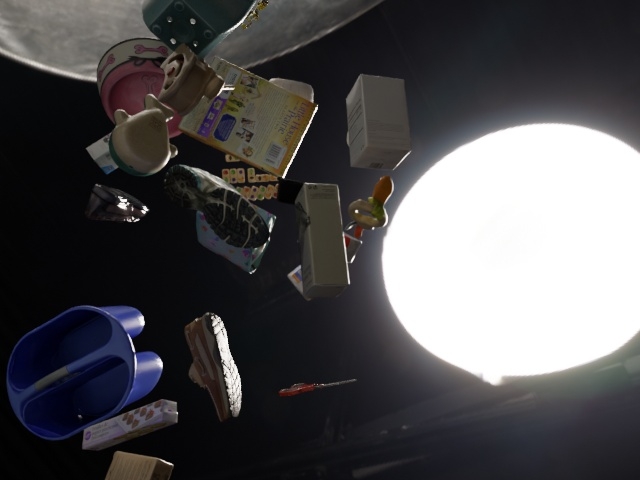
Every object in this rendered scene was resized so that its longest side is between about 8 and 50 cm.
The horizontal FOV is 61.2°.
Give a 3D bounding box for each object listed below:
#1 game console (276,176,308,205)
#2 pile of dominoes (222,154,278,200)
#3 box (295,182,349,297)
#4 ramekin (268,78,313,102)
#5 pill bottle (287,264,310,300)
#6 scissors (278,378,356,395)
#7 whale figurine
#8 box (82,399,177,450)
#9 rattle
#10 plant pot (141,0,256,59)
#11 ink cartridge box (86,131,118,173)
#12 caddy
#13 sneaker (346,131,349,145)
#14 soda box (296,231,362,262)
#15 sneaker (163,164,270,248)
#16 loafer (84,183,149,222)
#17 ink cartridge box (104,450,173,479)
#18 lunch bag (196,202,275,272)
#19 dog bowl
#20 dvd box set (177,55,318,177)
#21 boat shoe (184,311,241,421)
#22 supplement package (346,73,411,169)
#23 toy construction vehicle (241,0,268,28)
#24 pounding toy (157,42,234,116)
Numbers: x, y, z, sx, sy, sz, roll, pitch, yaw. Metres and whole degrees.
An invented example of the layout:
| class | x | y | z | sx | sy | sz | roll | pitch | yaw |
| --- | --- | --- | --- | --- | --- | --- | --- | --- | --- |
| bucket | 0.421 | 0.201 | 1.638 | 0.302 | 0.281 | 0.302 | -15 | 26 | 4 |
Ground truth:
| class | x | y | z | sx | sy | sz | roll | pitch | yaw |
| --- | --- | --- | --- | --- | --- | --- | --- | --- | --- |
| game console | -0.076 | -0.148 | 1.667 | 0.122 | 0.071 | 0.107 | 12 | -172 | -13 |
| pile of dominoes | -0.272 | -0.258 | 2.206 | 0.251 | 0.196 | 0.040 | -5 | -172 | -10 |
| box | 0.000 | 0.000 | 1.369 | 0.094 | 0.275 | 0.113 | 1 | 156 | -16 |
| ramekin | -0.124 | -0.568 | 2.135 | 0.207 | 0.109 | 0.207 | 9 | -170 | -1 |
| pill bottle | 0.000 | 0.128 | 2.398 | 0.272 | 0.152 | 0.152 | -39 | -165 | -6 |
| scissors | -0.017 | 0.516 | 1.890 | 0.297 | 0.021 | 0.109 | -16 | 174 | 38 |
| whale figurine | -0.543 | -0.317 | 1.655 | 0.141 | 0.216 | 0.272 | -24 | -135 | 40 |
| box | -0.566 | 0.549 | 1.601 | 0.324 | 0.067 | 0.063 | -24 | -124 | 20 |
| rattle | 0.149 | -0.104 | 1.706 | 0.130 | 0.143 | 0.200 | 5 | 161 | -2 |
| plant pot | -0.368 | -0.667 | 1.575 | 0.247 | 0.248 | 0.252 | -29 | -142 | 32 |
| ink cartridge box | -0.685 | -0.317 | 1.840 | 0.181 | 0.061 | 0.104 | -35 | 163 | -11 |
| caddy | -0.519 | 0.280 | 1.169 | 0.341 | 0.241 | 0.179 | -29 | 170 | 16 |
| sneaker | 0.223 | -0.517 | 2.301 | 0.321 | 0.126 | 0.127 | -60 | 167 | 0 |
| soda box | 0.038 | 0.006 | 1.900 | 0.091 | 0.098 | 0.286 | -63 | 153 | 5 |
| sneaker | -0.210 | -0.087 | 1.210 | 0.122 | 0.283 | 0.110 | -16 | 139 | -62 |
| loafer | -0.608 | -0.097 | 1.603 | 0.095 | 0.109 | 0.302 | -56 | 176 | -2 |
| ink cartridge box | -0.587 | 0.791 | 1.670 | 0.193 | 0.088 | 0.235 | -5 | -125 | 30 |
| lunch bag | -0.286 | -0.018 | 1.784 | 0.160 | 0.223 | 0.262 | -60 | 174 | -35 |
| dog bowl | -0.655 | -0.563 | 2.094 | 0.408 | 0.408 | 0.150 | -27 | -129 | 18 |
| dvd box set | -0.261 | -0.448 | 1.979 | 0.062 | 0.420 | 0.307 | 124 | -10 | -83 |
| boat shoe | -0.329 | 0.384 | 1.627 | 0.120 | 0.324 | 0.122 | -21 | 159 | 7 |
| supplement package | 0.209 | -0.431 | 1.990 | 0.177 | 0.293 | 0.175 | 2 | 162 | -16 |
| toy construction vehicle | -0.207 | -0.719 | 1.713 | 0.086 | 0.035 | 0.098 | -8 | -128 | 41 |
| pounding toy | -0.339 | -0.406 | 1.460 | 0.154 | 0.155 | 0.269 | -49 | -141 | 8 |
